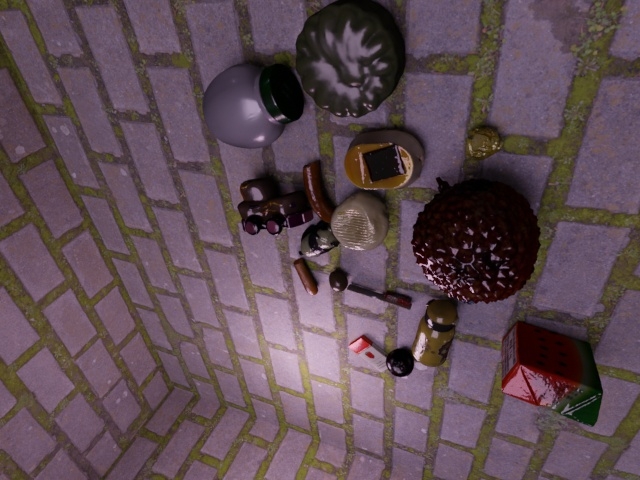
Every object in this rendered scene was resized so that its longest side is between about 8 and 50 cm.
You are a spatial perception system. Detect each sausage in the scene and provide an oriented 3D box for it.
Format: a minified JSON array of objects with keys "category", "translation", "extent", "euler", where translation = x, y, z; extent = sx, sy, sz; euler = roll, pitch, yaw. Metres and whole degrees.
[{"category":"sausage","translation":[-0.009,-0.199,1.831],"extent":[0.076,0.103,0.302],"euler":[29,145,54]}]

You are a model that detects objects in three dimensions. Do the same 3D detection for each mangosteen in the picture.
[{"category":"mangosteen","translation":[0.423,0.648,2.265],"extent":[0.153,0.152,0.152],"euler":[15,131,18]}]

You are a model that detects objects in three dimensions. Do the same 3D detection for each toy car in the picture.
[{"category":"toy car","translation":[-0.208,-0.163,1.889],"extent":[0.341,0.271,0.240],"euler":[-3,104,27]}]

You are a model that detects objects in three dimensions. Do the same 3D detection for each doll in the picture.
[{"category":"doll","translation":[0.000,0.002,1.955],"extent":[0.143,0.135,0.234],"euler":[48,139,-15]}]

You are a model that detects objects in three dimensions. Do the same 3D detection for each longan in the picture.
[{"category":"longan","translation":[0.086,0.200,2.110],"extent":[0.113,0.092,0.113],"euler":[54,174,8]}]

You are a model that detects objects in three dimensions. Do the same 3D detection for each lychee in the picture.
[{"category":"lychee","translation":[0.524,-0.024,1.483],"extent":[0.425,0.499,0.424],"euler":[-12,154,-6]}]

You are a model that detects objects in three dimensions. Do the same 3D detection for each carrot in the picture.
[{"category":"carrot","translation":[-0.072,0.195,2.209],"extent":[0.067,0.067,0.225],"euler":[-7,120,32]}]

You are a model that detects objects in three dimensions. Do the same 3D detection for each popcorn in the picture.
[{"category":"popcorn","translation":[0.544,-0.328,1.434],"extent":[0.106,0.116,0.120],"euler":[63,178,11]}]

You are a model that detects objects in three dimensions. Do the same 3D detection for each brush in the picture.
[{"category":"brush","translation":[0.287,0.262,2.074],"extent":[0.321,0.060,0.050],"euler":[16,119,17]}]

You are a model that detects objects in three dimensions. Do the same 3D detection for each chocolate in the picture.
[{"category":"chocolate","translation":[0.932,0.517,1.736],"extent":[0.342,0.360,0.161],"euler":[17,119,15]}]

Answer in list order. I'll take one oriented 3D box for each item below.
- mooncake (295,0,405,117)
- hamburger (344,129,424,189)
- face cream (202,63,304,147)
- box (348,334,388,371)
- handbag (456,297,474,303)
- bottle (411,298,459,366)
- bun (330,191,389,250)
[{"category":"mooncake","translation":[0.095,-0.589,1.397],"extent":[0.357,0.194,0.356],"euler":[16,132,18]},{"category":"hamburger","translation":[0.234,-0.297,1.591],"extent":[0.295,0.151,0.227],"euler":[7,123,29]},{"category":"face cream","translation":[-0.265,-0.511,1.633],"extent":[0.357,0.219,0.312],"euler":[-9,121,32]},{"category":"box","translation":[0.289,0.635,2.388],"extent":[0.245,0.035,0.139],"euler":[39,134,-6]},{"category":"handbag","translation":[0.642,0.161,1.764],"extent":[0.162,0.113,0.260],"euler":[31,127,-6]},{"category":"bottle","translation":[0.538,0.421,1.986],"extent":[0.172,0.171,0.351],"euler":[17,132,16]},{"category":"bun","translation":[0.179,-0.082,1.788],"extent":[0.259,0.160,0.259],"euler":[18,122,31]}]
